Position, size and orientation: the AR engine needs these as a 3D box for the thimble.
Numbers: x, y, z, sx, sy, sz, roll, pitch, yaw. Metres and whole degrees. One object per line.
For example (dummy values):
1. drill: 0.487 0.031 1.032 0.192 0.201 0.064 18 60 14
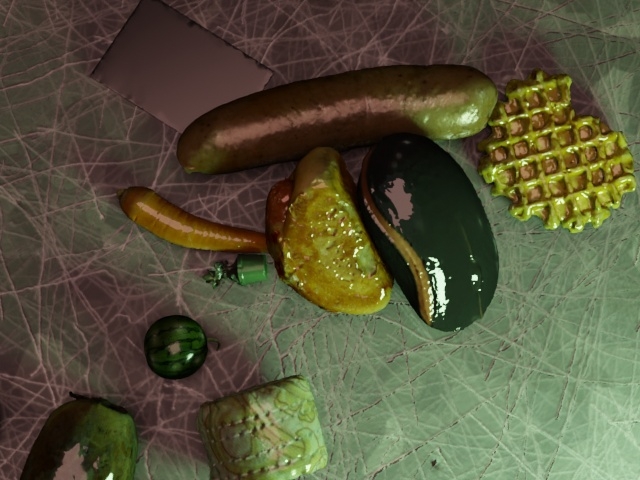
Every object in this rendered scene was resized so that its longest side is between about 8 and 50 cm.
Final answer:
1. thimble: -0.092 0.292 1.736 0.191 0.137 0.143 -19 86 11

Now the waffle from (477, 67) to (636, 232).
1. waffle: 0.378 -0.139 1.831 0.253 0.056 0.249 19 84 3

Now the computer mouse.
1. computer mouse: 0.171 -0.012 1.729 0.183 0.116 0.323 -41 111 -31

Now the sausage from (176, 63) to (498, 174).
1. sausage: 0.024 -0.190 1.792 0.501 0.123 0.136 -9 56 -3

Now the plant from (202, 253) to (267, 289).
1. plant: -0.134 0.046 1.803 0.102 0.051 0.051 -7 84 4

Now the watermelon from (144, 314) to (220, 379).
1. watermelon: -0.215 0.160 1.764 0.109 0.109 0.109 0 84 -1

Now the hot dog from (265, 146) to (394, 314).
1. hot dog: 0.000 0.000 1.745 0.153 0.150 0.256 -21 111 15

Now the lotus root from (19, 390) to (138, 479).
1. lotus root: -0.362 0.367 1.712 0.160 0.152 0.274 19 85 -8

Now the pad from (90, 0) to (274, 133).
1. pad: -0.219 -0.267 1.856 0.245 0.006 0.170 32 85 3

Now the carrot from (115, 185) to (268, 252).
1. carrot: -0.193 -0.017 1.807 0.271 0.066 0.062 23 123 -1
